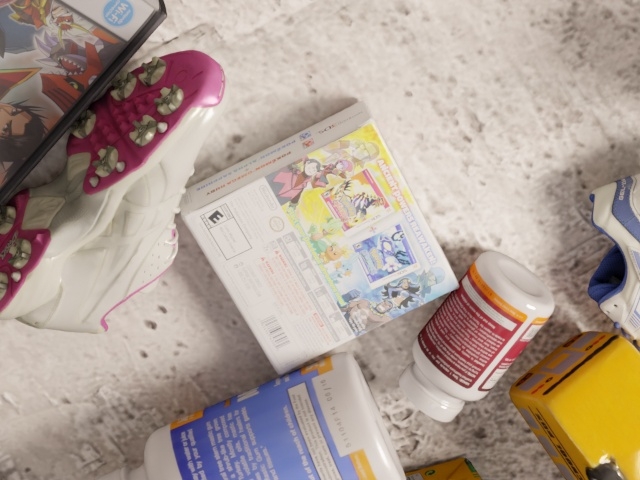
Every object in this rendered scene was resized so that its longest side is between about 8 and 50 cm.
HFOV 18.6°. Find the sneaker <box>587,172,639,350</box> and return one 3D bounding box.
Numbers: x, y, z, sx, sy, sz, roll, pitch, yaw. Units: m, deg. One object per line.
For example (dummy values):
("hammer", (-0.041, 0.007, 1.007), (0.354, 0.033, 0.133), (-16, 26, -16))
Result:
("sneaker", (0.318, 0.055, 1.825), (0.131, 0.112, 0.296), (-5, 123, 11))

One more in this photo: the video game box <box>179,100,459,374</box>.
("video game box", (0.000, 0.000, 1.737), (0.187, 0.048, 0.205), (-25, 124, 6))

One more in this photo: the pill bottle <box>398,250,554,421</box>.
("pill bottle", (0.140, 0.091, 1.802), (0.086, 0.086, 0.152), (26, 113, -26))

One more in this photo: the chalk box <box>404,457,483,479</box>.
("chalk box", (0.101, 0.387, 1.877), (0.180, 0.179, 0.289), (-13, 104, -5))

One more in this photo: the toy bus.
("toy bus", (0.321, 0.249, 1.835), (0.108, 0.130, 0.333), (-37, 99, -14))

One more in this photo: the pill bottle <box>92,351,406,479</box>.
("pill bottle", (-0.069, 0.220, 1.799), (0.272, 0.152, 0.152), (-22, 124, 2))

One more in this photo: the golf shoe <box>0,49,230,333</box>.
("golf shoe", (-0.163, -0.035, 1.652), (0.140, 0.115, 0.306), (27, 120, -36))

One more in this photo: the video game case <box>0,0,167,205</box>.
("video game case", (-0.304, -0.157, 1.576), (0.248, 0.035, 0.275), (34, 109, -29))

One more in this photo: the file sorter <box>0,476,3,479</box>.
("file sorter", (-0.390, 0.261, 1.742), (0.193, 0.173, 0.278), (-22, 124, 1))
